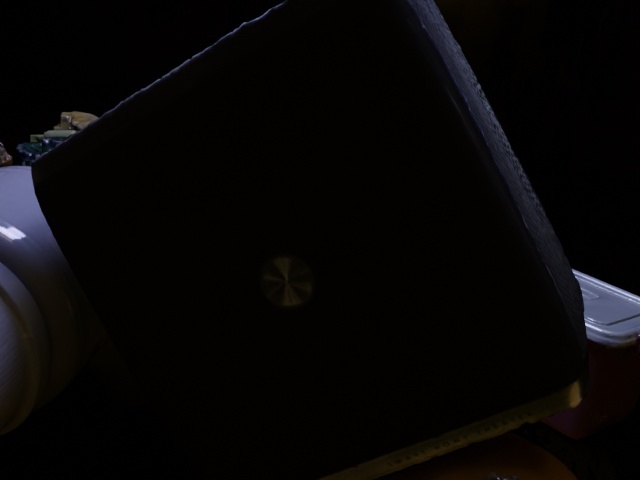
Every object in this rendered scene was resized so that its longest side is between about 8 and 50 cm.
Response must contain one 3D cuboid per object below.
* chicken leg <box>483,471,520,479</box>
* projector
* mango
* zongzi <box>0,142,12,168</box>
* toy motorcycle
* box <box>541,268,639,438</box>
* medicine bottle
[{"bbox_3d":[0.091,0.263,0.604,0.125,0.196,0.080,18,-12,23],"label":"chicken leg"},{"bbox_3d":[0.000,0.000,0.768,0.395,0.405,0.242,-27,7,22],"label":"projector"},{"bbox_3d":[0.153,0.245,0.747,0.175,0.139,0.254,13,10,-15],"label":"mango"},{"bbox_3d":[-0.672,-0.085,1.389,0.289,0.154,0.317,1,39,-36],"label":"zongzi"},{"bbox_3d":[-0.426,-0.179,1.705,0.410,0.169,0.237,5,17,-13],"label":"toy motorcycle"},{"bbox_3d":[0.315,0.137,1.115,0.193,0.167,0.294,-5,22,-42],"label":"box"},{"bbox_3d":[-0.358,0.075,0.828,0.245,0.245,0.306,11,25,6],"label":"medicine bottle"}]
